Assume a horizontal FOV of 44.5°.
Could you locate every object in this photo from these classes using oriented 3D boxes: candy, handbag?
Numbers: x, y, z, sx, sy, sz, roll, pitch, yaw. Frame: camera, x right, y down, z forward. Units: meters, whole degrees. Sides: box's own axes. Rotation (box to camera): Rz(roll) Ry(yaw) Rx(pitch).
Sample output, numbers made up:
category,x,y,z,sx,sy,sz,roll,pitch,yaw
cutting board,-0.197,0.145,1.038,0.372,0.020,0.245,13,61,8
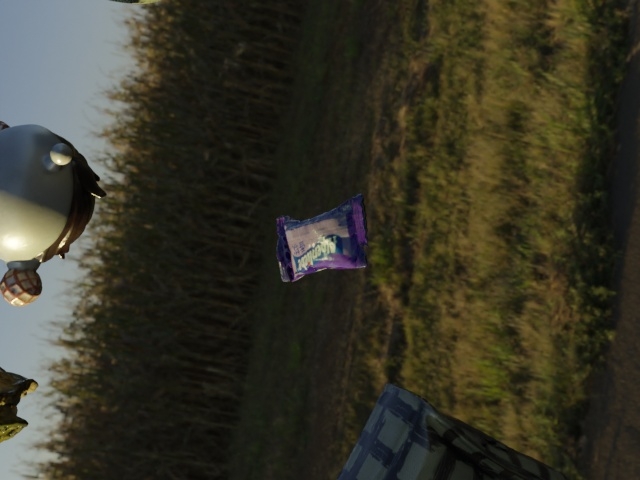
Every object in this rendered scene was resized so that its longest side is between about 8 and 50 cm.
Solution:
category,x,y,z,sx,sy,sz,roll,pitch,yaw
candy,0.000,0.000,1.572,0.275,0.070,0.145,-13,79,47
handbag,0.166,0.420,1.121,0.325,0.327,0.162,-61,21,-7

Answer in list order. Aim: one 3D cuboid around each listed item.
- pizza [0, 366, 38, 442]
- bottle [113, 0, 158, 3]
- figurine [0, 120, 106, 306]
category,x,y,z,sx,sy,sz,roll,pitch,yaw
pizza,-0.394,0.092,0.580,0.080,0.434,0.392,-63,-26,-3
bottle,-0.259,-0.539,1.103,0.229,0.229,0.352,-93,21,-52
figurine,-0.465,-0.039,1.079,0.167,0.369,0.282,29,-137,-68
